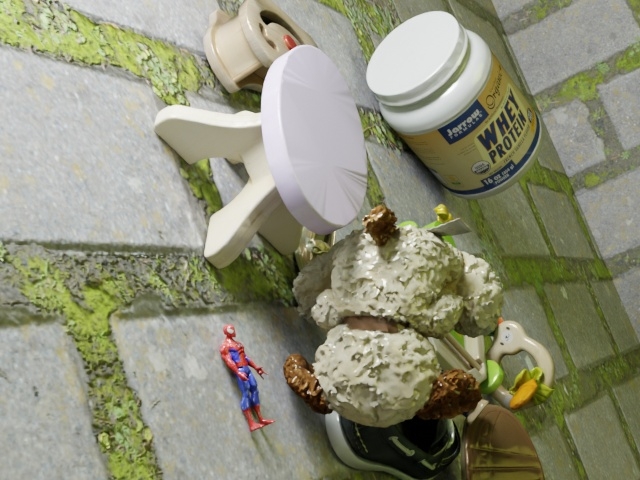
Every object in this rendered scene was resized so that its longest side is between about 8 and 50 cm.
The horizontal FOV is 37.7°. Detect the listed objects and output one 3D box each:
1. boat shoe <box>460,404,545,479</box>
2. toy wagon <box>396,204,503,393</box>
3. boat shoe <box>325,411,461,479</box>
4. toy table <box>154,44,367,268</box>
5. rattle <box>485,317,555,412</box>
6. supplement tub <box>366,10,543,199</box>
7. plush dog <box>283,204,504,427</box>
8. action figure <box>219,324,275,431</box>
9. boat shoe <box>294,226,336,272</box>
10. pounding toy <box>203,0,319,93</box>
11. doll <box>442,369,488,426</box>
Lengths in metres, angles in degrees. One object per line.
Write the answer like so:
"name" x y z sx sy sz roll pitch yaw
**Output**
"boat shoe" 0.239 0.400 1.281 0.123 0.123 0.342 3 60 -21
"toy wagon" 0.199 0.084 1.535 0.267 0.068 0.344 46 30 -33
"boat shoe" 0.124 0.250 1.211 0.302 0.091 0.114 16 52 -57
"toy table" -0.055 -0.095 1.113 0.252 0.161 0.274 52 29 -24
"rattle" 0.302 0.189 1.577 0.143 0.130 0.200 -1 68 -46
"supplement tub" 0.250 -0.249 1.748 0.316 0.228 0.228 42 33 -38
"plush dog" 0.075 0.101 1.068 0.210 0.262 0.225 66 28 -65
"action figure" -0.080 0.144 1.002 0.038 0.030 0.115 -9 72 -58
"boat shoe" 0.001 0.001 1.259 0.056 0.048 0.153 48 30 -30
"pounding toy" -0.058 -0.278 1.279 0.269 0.155 0.154 34 35 -47
"doll" 0.143 0.181 1.298 0.189 0.046 0.129 39 -8 14
